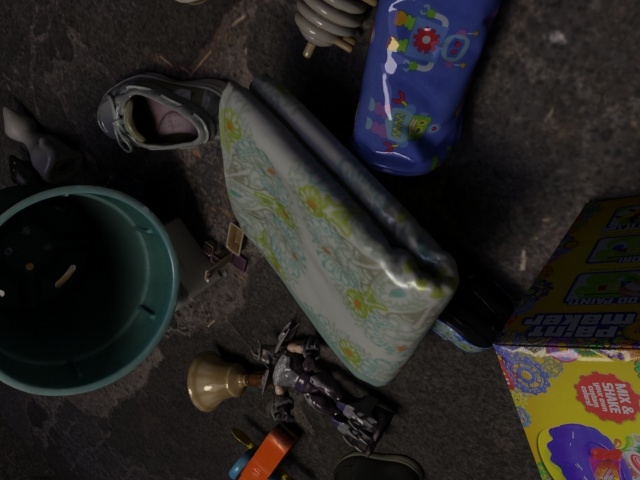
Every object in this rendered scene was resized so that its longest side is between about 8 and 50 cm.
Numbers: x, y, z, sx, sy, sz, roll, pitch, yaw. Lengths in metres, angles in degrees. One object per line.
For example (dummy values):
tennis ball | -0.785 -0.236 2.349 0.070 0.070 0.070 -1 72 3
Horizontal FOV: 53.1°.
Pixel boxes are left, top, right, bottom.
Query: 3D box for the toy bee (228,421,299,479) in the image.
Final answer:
toy bee | -0.136 0.491 1.401 0.298 0.162 0.195 -34 86 23

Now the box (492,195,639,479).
box | 0.340 0.139 0.619 0.177 0.279 0.290 -6 114 43

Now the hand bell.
hand bell | -0.133 0.276 1.278 0.242 0.126 0.126 -10 112 30

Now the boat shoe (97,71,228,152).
boat shoe | -0.263 -0.197 1.024 0.320 0.103 0.118 11 125 35

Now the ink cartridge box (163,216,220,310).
ink cartridge box | -0.308 0.064 1.263 0.203 0.086 0.148 -29 98 47

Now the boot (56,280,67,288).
boot | -0.710 0.100 1.659 0.248 0.090 0.207 26 121 26

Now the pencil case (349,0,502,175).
pencil case | 0.119 -0.212 0.677 0.133 0.119 0.306 16 131 5

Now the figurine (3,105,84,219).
figurine | -0.601 -0.159 1.361 0.209 0.092 0.215 37 136 20

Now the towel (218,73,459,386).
towel | 0.000 0.000 0.848 0.374 0.090 0.320 48 159 19

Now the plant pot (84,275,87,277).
plant pot | -0.464 0.087 1.408 0.096 0.109 0.109 48 140 -18

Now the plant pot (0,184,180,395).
plant pot | -0.476 0.047 1.129 0.334 0.341 0.341 20 132 49

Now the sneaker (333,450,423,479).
sneaker | 0.078 0.464 1.196 0.222 0.118 0.083 -28 99 47

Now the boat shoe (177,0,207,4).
boat shoe | -0.136 -0.397 0.771 0.113 0.103 0.302 51 138 -1

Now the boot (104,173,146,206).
boot | -0.402 -0.093 1.259 0.190 0.069 0.086 17 107 36

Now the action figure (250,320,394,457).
action figure | -0.010 0.262 1.138 0.285 0.099 0.185 31 128 16

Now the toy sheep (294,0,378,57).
toy sheep | 0.014 -0.271 0.749 0.091 0.091 0.132 38 118 13

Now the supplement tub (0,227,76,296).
supplement tub | -0.625 0.039 1.432 0.144 0.199 0.144 22 131 27

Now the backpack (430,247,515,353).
backpack | 0.191 0.090 0.846 0.114 0.105 0.084 40 160 11

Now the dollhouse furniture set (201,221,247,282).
dollhouse furniture set | -0.184 0.015 1.124 0.091 0.081 0.114 34 136 16
